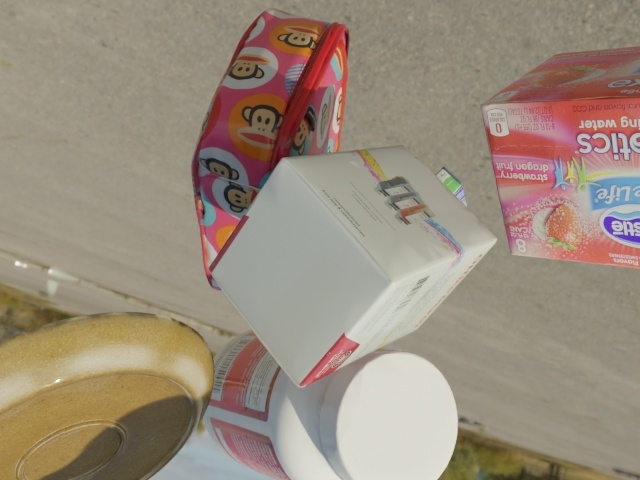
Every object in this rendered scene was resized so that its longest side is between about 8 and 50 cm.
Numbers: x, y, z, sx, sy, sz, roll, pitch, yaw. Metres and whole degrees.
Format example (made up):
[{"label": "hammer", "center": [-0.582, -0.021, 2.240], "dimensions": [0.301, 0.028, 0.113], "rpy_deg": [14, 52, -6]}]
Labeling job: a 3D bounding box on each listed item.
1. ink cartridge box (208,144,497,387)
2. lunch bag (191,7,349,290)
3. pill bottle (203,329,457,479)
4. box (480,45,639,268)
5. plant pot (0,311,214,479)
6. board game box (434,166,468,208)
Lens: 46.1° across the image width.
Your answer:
[{"label": "ink cartridge box", "center": [0.030, 0.012, 0.614], "dimensions": [0.127, 0.128, 0.176], "rpy_deg": [49, -147, 20]}, {"label": "lunch bag", "center": [-0.044, -0.097, 0.838], "dimensions": [0.120, 0.258, 0.293], "rpy_deg": [14, 142, 7]}, {"label": "pill bottle", "center": [0.000, 0.236, 1.060], "dimensions": [0.229, 0.229, 0.407], "rpy_deg": [22, 165, -24]}, {"label": "box", "center": [0.302, -0.069, 0.600], "dimensions": [0.300, 0.142, 0.154], "rpy_deg": [6, 121, 44]}, {"label": "plant pot", "center": [-0.179, 0.143, 0.535], "dimensions": [0.032, 0.236, 0.236], "rpy_deg": [54, -169, 34]}, {"label": "board game box", "center": [0.104, 0.005, 0.964], "dimensions": [0.035, 0.201, 0.136], "rpy_deg": [46, -178, 18]}]
